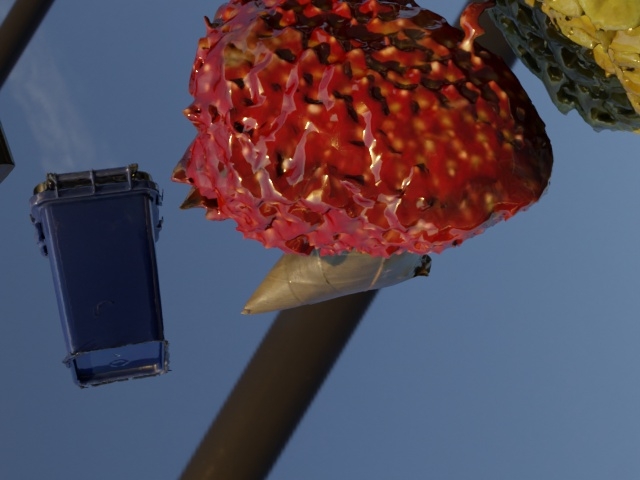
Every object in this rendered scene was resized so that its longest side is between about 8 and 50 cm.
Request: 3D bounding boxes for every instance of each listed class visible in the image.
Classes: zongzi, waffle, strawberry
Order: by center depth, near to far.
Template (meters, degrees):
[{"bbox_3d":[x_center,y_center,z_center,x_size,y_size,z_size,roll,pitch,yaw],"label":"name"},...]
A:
[{"bbox_3d":[0.044,-0.128,0.924,0.292,0.343,0.292,-5,-90,-65],"label":"strawberry"},{"bbox_3d":[0.243,-0.210,0.947,0.073,0.297,0.317,-42,-87,4],"label":"waffle"},{"bbox_3d":[0.000,0.000,1.370,0.300,0.274,0.145,-21,-120,-2],"label":"zongzi"}]

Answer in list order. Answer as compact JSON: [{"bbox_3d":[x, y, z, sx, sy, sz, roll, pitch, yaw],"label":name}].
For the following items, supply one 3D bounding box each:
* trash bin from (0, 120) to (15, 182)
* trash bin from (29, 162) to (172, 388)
[{"bbox_3d":[-0.486,-0.169,1.161,0.165,0.115,0.225,-12,-97,-37],"label":"trash bin"},{"bbox_3d":[-0.258,0.041,1.165,0.162,0.184,0.234,-8,-116,-13],"label":"trash bin"}]
